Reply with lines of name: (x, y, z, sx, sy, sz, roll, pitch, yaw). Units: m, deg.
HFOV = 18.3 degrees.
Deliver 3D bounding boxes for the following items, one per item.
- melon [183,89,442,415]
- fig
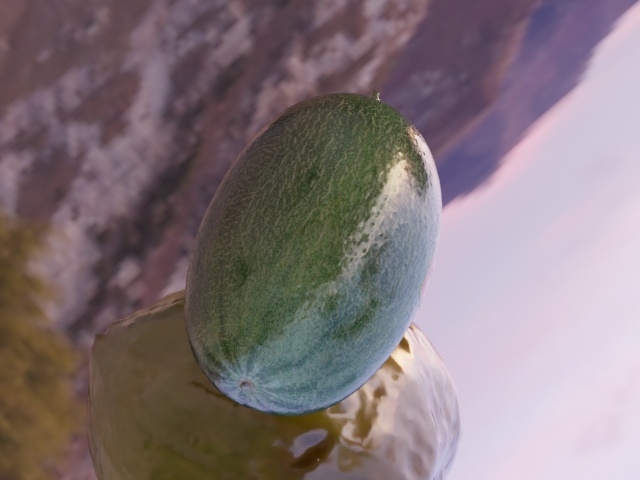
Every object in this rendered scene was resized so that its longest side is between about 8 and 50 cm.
melon: (0.000, 0.000, 1.528, 0.182, 0.182, 0.287, -35, -153, 61)
fig: (-0.051, 0.181, 1.823, 0.343, 0.343, 0.343, -41, -177, 3)
